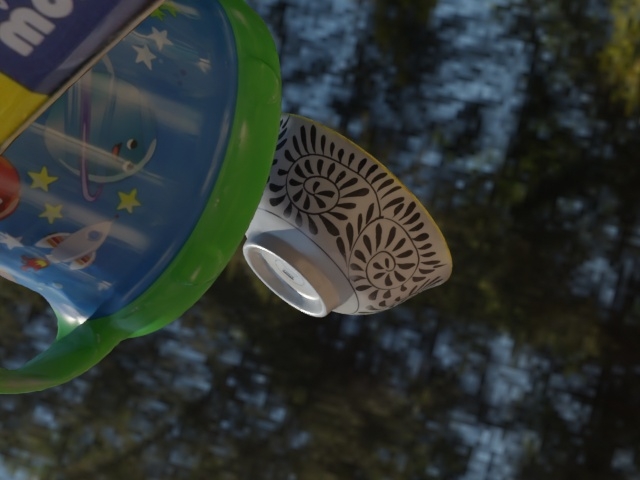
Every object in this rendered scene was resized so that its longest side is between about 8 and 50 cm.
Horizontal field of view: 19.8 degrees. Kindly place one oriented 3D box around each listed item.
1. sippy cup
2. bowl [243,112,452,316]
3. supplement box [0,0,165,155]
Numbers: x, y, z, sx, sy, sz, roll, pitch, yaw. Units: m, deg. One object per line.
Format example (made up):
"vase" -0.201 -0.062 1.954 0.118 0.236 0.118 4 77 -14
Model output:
"sippy cup" -0.180 -0.081 1.109 0.224 0.240 0.305 22 -131 -36
"bowl" 0.000 0.000 1.256 0.080 0.170 0.170 -50 -27 -18
"supplement box" -0.100 -0.216 0.618 0.194 0.195 0.356 -37 24 41
